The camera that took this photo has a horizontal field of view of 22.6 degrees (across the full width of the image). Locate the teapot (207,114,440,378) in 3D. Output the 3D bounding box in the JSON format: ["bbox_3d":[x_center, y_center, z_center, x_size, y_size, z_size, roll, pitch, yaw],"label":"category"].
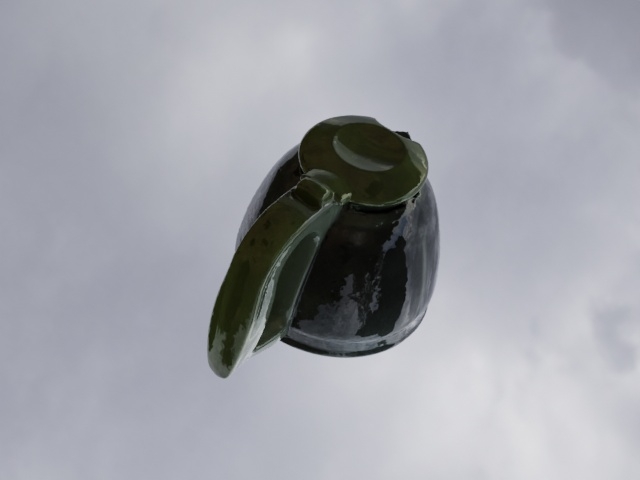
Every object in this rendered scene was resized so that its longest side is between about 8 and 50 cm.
[{"bbox_3d":[0.009,0.001,0.688,0.092,0.091,0.124,13,-137,0],"label":"teapot"}]
